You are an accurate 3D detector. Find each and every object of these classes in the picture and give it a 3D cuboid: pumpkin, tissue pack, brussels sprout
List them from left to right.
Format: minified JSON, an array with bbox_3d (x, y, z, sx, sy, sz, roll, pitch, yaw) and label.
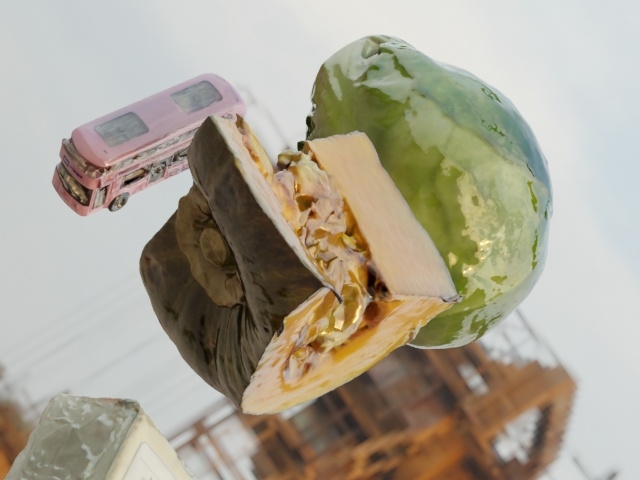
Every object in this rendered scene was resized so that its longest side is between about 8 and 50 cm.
[{"bbox_3d":[-0.123,0.208,1.179,0.092,0.148,0.196,3,-40,33],"label":"tissue pack"},{"bbox_3d":[0.001,0.001,1.220,0.139,0.190,0.280,60,-24,12],"label":"pumpkin"},{"bbox_3d":[0.082,-0.049,1.643,0.271,0.210,0.219,61,0,25],"label":"brussels sprout"}]

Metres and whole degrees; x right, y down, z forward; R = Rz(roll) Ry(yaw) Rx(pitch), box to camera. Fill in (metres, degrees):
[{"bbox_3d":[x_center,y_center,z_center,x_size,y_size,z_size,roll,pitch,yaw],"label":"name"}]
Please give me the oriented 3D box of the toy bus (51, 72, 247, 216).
[{"bbox_3d":[-0.161,-0.095,1.854,0.063,0.203,0.090,47,-37,21],"label":"toy bus"}]
